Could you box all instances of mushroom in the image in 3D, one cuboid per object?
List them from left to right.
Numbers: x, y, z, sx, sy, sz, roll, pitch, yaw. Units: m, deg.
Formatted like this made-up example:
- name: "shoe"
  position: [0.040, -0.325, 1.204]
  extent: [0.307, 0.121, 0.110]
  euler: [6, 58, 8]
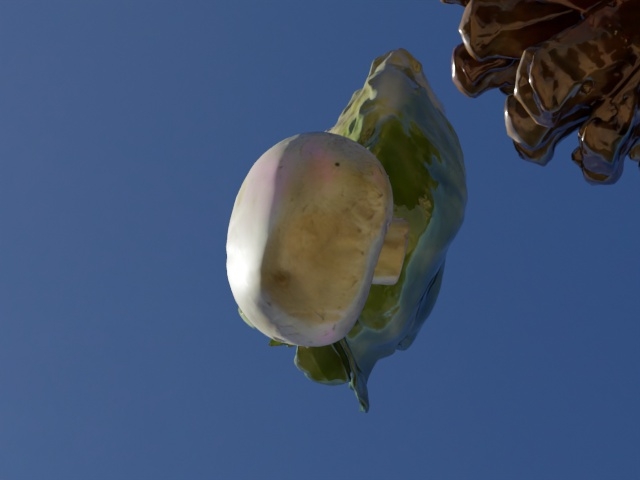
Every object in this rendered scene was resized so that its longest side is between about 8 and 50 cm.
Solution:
- name: "mushroom"
  position: [0.000, 0.000, 0.601]
  extent: [0.067, 0.083, 0.084]
  euler: [12, -79, -12]

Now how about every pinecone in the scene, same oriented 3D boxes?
- name: "pinecone"
  position: [0.138, -0.112, 0.685]
  extent: [0.150, 0.195, 0.179]
  euler: [46, -118, -11]

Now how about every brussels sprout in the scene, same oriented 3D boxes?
- name: "brussels sprout"
  position: [0.026, -0.008, 0.808]
  extent: [0.100, 0.139, 0.181]
  euler: [30, -113, 4]
